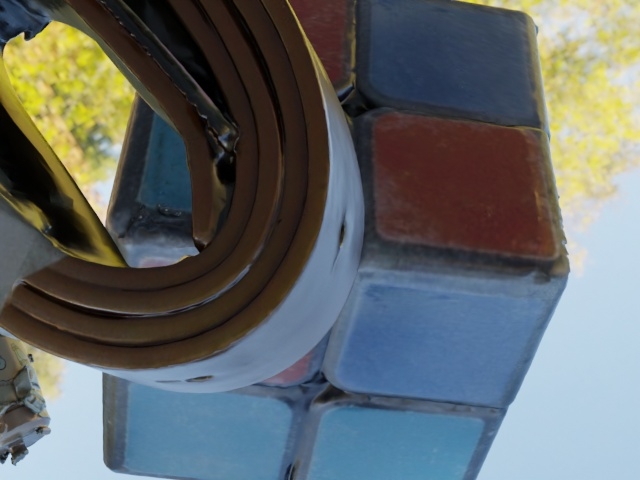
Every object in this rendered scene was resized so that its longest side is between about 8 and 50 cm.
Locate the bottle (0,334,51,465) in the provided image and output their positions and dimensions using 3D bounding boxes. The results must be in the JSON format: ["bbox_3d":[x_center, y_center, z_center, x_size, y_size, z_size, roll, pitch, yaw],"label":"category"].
[{"bbox_3d":[-0.366,0.182,1.362,0.099,0.152,0.099,-27,159,-11],"label":"bottle"}]

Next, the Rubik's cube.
[{"bbox_3d":[0.000,0.000,0.948,0.318,0.316,0.313,7,-133,-5],"label":"Rubik's cube"}]

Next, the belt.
[{"bbox_3d":[-0.095,-0.054,0.478,0.184,0.261,0.105,-45,165,2],"label":"belt"}]
